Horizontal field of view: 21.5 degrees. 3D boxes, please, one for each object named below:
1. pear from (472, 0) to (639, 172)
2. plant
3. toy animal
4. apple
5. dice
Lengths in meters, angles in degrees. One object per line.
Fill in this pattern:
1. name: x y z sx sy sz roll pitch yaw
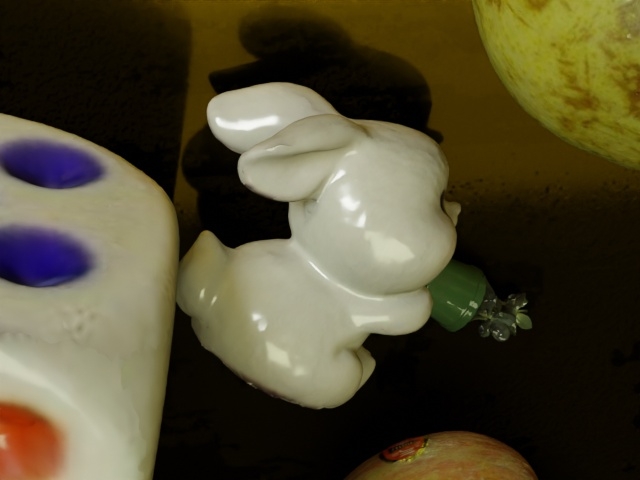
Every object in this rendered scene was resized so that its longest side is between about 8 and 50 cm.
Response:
1. pear: 0.221 -0.171 0.971 0.283 0.283 0.284 -1 119 -2
2. plant: 0.110 0.046 1.205 0.102 0.051 0.051 26 115 -22
3. toy animal: -0.007 0.004 1.121 0.178 0.127 0.193 17 107 -16
4. apple: 0.089 0.245 1.223 0.187 0.211 0.211 -22 118 -2
5. dice: -0.254 0.084 1.061 0.304 0.304 0.277 9 118 -8
